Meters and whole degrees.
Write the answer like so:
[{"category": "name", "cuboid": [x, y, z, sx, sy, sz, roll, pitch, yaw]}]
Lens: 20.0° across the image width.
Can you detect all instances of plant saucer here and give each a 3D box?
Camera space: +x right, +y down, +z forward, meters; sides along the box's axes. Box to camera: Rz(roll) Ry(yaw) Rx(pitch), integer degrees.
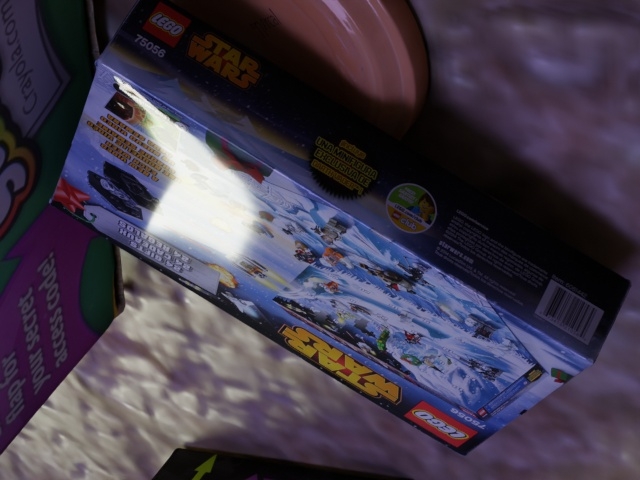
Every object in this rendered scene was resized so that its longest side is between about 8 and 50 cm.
[{"category": "plant saucer", "cuboid": [-0.012, -0.051, 0.446, 0.083, 0.013, 0.083, 25, 146, 18]}]

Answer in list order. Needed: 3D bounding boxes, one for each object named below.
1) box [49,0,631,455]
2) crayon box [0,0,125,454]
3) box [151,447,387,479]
[{"category": "box", "cuboid": [0.000, 0.000, 0.465, 0.137, 0.027, 0.094, 32, 154, -3]}, {"category": "crayon box", "cuboid": [-0.215, -0.119, 0.471, 0.313, 0.106, 0.363, 25, 147, 16]}, {"category": "box", "cuboid": [-0.049, 0.138, 0.582, 0.116, 0.162, 0.029, 2, 133, 43]}]
